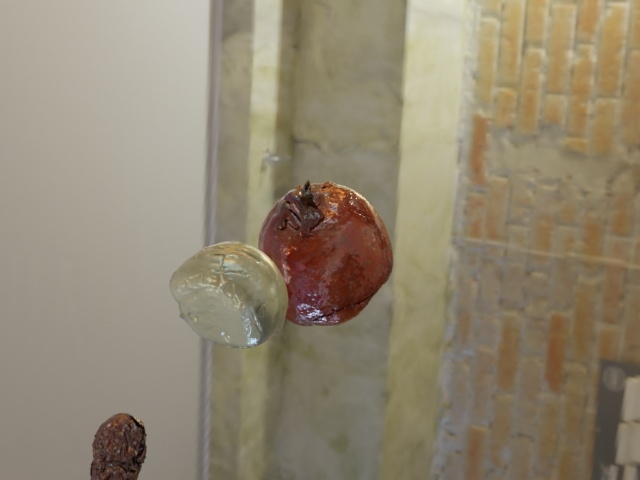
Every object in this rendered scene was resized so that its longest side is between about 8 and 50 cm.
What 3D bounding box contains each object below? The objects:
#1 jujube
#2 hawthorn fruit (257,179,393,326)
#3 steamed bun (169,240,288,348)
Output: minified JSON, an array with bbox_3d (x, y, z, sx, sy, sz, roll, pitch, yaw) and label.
[{"bbox_3d":[-0.368,0.393,1.879,0.104,0.104,0.165,61,-148,-47],"label":"jujube"},{"bbox_3d":[0.000,0.000,1.975,0.276,0.276,0.307,-53,-36,-39],"label":"hawthorn fruit"},{"bbox_3d":[-0.093,0.053,1.138,0.091,0.130,0.112,-48,-51,-40],"label":"steamed bun"}]
